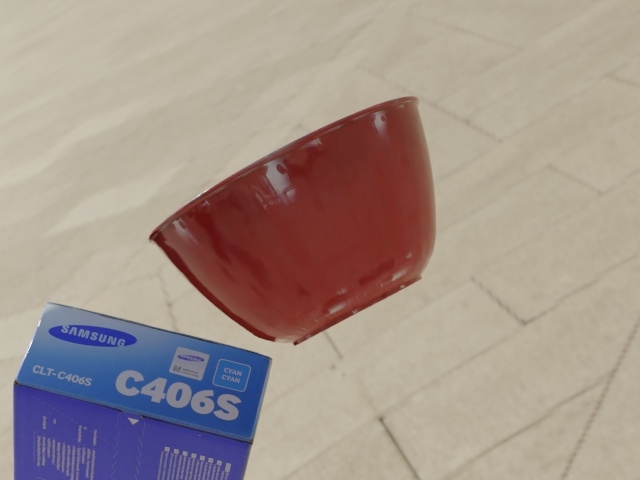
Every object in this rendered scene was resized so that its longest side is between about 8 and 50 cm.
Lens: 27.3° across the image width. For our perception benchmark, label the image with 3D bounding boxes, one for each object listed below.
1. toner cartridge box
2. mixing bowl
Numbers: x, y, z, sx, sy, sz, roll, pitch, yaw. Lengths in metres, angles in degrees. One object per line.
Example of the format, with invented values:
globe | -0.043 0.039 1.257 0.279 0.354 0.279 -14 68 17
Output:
toner cartridge box | -0.144 0.197 1.005 0.347 0.165 0.075 105 178 -48
mixing bowl | 0.000 0.000 0.784 0.181 0.098 0.181 -28 -3 -1
